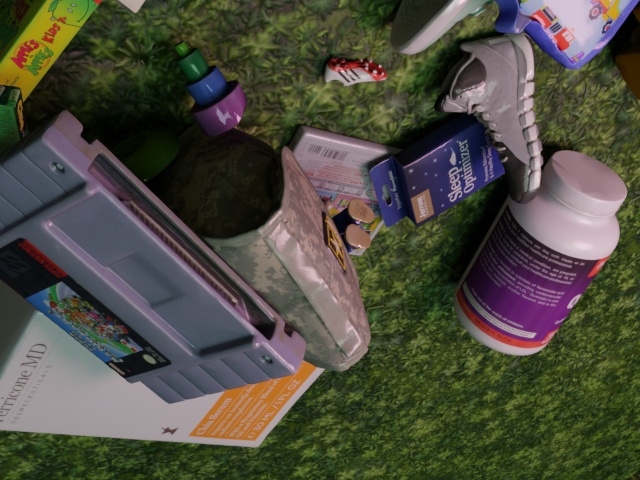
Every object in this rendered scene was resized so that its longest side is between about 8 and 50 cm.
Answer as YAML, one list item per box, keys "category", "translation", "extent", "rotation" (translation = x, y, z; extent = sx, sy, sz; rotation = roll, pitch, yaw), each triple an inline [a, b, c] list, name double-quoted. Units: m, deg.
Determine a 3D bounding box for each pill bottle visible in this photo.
- category: "pill bottle"
  translation: [0.351, 0.022, 1.317]
  extent: [0.181, 0.181, 0.323]
  rotation: [-1, 134, -27]

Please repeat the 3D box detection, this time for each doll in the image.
- category: "doll"
  translation: [0.000, 0.000, 1.124]
  extent: [0.046, 0.129, 0.189]
  rotation: [23, 151, -28]

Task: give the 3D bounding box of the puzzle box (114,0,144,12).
- category: "puzzle box"
  translation: [-0.221, -0.399, 0.609]
  extent: [0.409, 0.052, 0.272]
  rotation: [35, 89, -45]

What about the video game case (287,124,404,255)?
- category: "video game case"
  translation: [0.018, -0.064, 1.176]
  extent: [0.212, 0.023, 0.193]
  rotation: [8, 128, -35]

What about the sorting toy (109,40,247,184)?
- category: "sorting toy"
  translation: [-0.265, -0.112, 0.936]
  extent: [0.365, 0.127, 0.126]
  rotation: [-29, 117, 7]

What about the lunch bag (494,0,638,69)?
- category: "lunch bag"
  translation: [0.269, -0.335, 0.843]
  extent: [0.221, 0.138, 0.293]
  rotation: [32, 87, -41]

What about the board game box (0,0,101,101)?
- category: "board game box"
  translation: [-0.281, -0.215, 0.808]
  extent: [0.181, 0.092, 0.043]
  rotation: [-44, 137, 19]

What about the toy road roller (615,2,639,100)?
- category: "toy road roller"
  translation: [0.484, -0.317, 1.029]
  extent: [0.202, 0.329, 0.241]
  rotation: [-32, 97, 6]

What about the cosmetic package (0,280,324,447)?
- category: "cosmetic package"
  translation: [-0.234, 0.153, 1.165]
  extent: [0.453, 0.161, 0.230]
  rotation: [15, 125, -37]

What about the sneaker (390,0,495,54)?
- category: "sneaker"
  translation: [0.210, -0.293, 0.977]
  extent: [0.256, 0.094, 0.151]
  rotation: [-45, 130, 17]

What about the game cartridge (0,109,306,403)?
- category: "game cartridge"
  translation: [-0.209, 0.044, 0.864]
  extent: [0.230, 0.068, 0.355]
  rotation: [-24, 122, 35]

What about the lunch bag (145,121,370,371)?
- category: "lunch bag"
  translation: [-0.067, 0.008, 0.959]
  extent: [0.169, 0.287, 0.235]
  rotation: [-42, 129, -16]

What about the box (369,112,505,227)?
- category: "box"
  translation: [0.183, -0.106, 1.183]
  extent: [0.225, 0.036, 0.136]
  rotation: [-31, 140, -7]

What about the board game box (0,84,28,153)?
- category: "board game box"
  translation: [-0.418, -0.118, 0.796]
  extent: [0.259, 0.030, 0.136]
  rotation: [9, 147, -9]

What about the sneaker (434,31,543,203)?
- category: "sneaker"
  translation: [0.217, -0.157, 1.096]
  extent: [0.132, 0.086, 0.229]
  rotation: [-7, 97, -6]

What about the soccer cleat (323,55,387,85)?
- category: "soccer cleat"
  translation: [0.043, -0.209, 1.035]
  extent: [0.083, 0.029, 0.036]
  rotation: [2, 141, -25]
